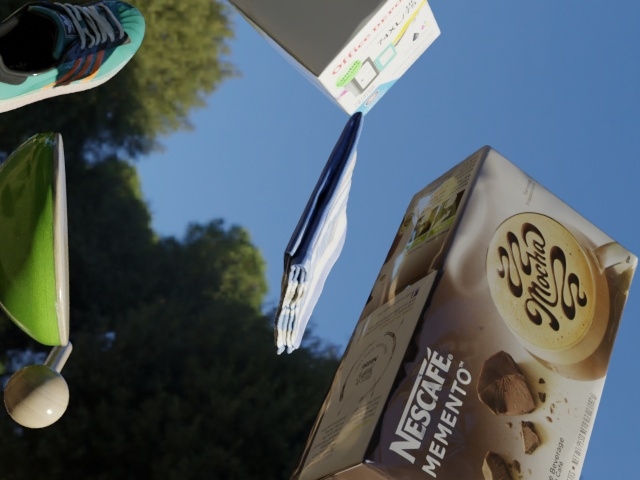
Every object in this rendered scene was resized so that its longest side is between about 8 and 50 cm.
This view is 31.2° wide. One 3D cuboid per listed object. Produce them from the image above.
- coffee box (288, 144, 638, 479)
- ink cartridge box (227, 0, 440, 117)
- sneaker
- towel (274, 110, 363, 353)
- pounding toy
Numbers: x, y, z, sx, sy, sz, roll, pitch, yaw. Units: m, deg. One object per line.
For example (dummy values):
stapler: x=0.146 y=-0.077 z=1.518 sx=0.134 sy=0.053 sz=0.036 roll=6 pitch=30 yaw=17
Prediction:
coffee box: x=0.114 y=0.099 z=0.872 sx=0.119 sy=0.168 sz=0.297 roll=-37 pitch=-158 yaw=52
ink cartridge box: x=0.024 y=-0.331 z=1.667 sx=0.197 sy=0.270 sz=0.198 roll=44 pitch=-86 yaw=15
sneaker: x=-0.334 y=-0.259 z=1.496 sx=0.108 sy=0.302 sz=0.121 roll=55 pitch=-41 yaw=1
towel: x=0.000 y=0.000 z=1.352 sx=0.285 sy=0.034 sz=0.209 roll=100 pitch=13 yaw=-64
pounding toy: x=-0.272 y=0.025 z=0.972 sx=0.183 sy=0.110 sz=0.236 roll=-121 pitch=-149 yaw=-69
